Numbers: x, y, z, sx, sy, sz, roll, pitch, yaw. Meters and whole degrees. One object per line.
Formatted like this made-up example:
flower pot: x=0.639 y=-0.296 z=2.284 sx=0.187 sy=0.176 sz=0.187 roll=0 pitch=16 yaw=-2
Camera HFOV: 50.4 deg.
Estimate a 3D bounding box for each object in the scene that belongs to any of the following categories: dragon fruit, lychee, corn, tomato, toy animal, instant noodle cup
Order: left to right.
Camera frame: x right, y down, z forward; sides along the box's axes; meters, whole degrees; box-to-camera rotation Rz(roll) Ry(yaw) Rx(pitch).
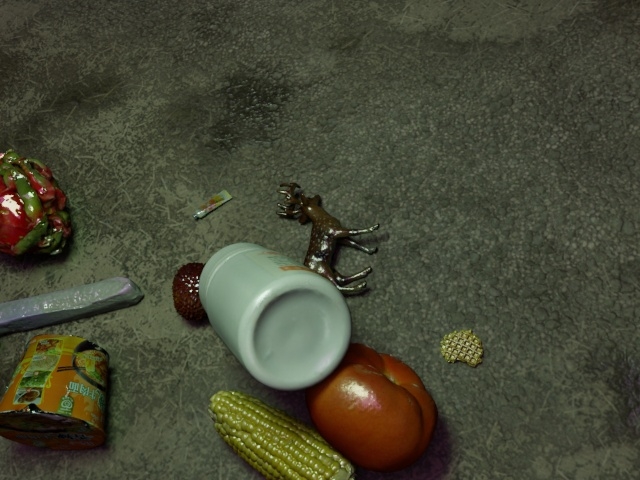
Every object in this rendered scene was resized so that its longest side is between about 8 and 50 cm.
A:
dragon fruit: x=-0.716 y=-0.080 z=1.610 sx=0.302 sy=0.231 sz=0.237 roll=33 pitch=83 yaw=30
instant noodle cup: x=-0.542 y=0.312 z=1.412 sx=0.230 sy=0.230 sz=0.182 roll=-4 pitch=55 yaw=10
lychee: x=-0.270 y=0.112 z=1.493 sx=0.123 sy=0.123 sz=0.129 roll=34 pitch=83 yaw=24
corn: x=-0.072 y=0.402 z=1.314 sx=0.347 sy=0.130 sz=0.130 roll=26 pitch=73 yaw=25
toy animal: x=-0.002 y=-0.009 z=1.510 sx=0.260 sy=0.087 sz=0.243 roll=12 pitch=67 yaw=14
tomato: x=0.093 y=0.311 z=1.269 sx=0.260 sy=0.260 sz=0.180 roll=40 pitch=109 yaw=25

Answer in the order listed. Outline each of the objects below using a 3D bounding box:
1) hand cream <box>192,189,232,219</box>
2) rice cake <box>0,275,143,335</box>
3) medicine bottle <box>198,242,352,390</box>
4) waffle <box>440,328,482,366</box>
hand cream: x=-0.263 y=-0.085 z=1.637 sx=0.102 sy=0.022 sz=0.035 roll=-36 pitch=56 yaw=-11
rice cake: x=-0.606 y=0.151 z=1.573 sx=0.399 sy=0.070 sz=0.064 roll=-13 pitch=59 yaw=5
medicine bottle: x=-0.102 y=0.128 z=1.298 sx=0.211 sy=0.211 sz=0.371 roll=-43 pitch=22 yaw=-9
waffle: x=0.285 y=0.218 z=1.381 sx=0.085 sy=0.016 sz=0.078 roll=-5 pitch=61 yaw=9
